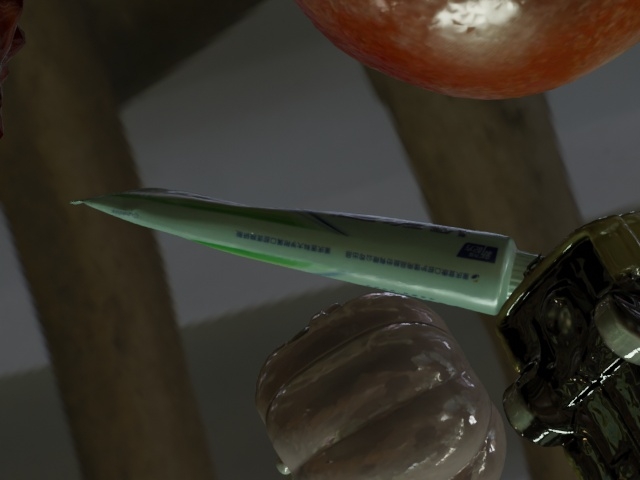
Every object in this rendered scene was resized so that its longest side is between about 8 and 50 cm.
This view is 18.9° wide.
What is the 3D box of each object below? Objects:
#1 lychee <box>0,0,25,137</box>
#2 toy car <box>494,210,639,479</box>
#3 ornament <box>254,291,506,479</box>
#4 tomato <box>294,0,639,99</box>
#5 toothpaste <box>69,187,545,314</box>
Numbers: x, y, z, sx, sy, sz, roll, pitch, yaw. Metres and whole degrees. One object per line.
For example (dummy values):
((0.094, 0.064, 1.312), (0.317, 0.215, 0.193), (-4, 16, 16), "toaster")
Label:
((-0.349, -0.100, 0.851), (0.425, 0.425, 0.500), (30, -91, 47), "lychee")
((0.188, 0.108, 0.868), (0.124, 0.101, 0.256), (-12, -117, -37), "toy car")
((0.035, 0.128, 1.303), (0.178, 0.177, 0.177), (-17, -139, 15), "ornament")
((0.082, -0.200, 1.047), (0.265, 0.265, 0.265), (-17, -139, 15), "tomato")
((0.000, 0.000, 1.161), (0.297, 0.048, 0.075), (11, -173, 10), "toothpaste")
